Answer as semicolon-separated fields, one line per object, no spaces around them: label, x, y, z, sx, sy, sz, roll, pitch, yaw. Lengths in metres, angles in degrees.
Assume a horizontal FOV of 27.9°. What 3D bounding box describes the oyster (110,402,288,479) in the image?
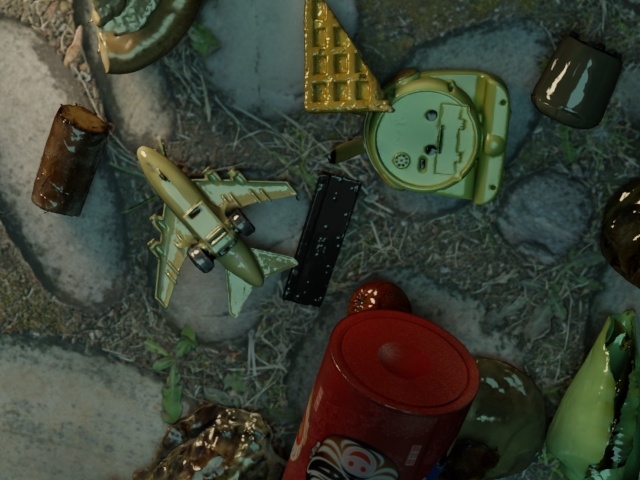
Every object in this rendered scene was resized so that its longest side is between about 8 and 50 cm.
oyster;-0.169;0.359;1.863;0.275;0.100;0.271;26;94;-1

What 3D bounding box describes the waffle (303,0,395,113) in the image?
waffle;0.036;-0.256;1.631;0.125;0.032;0.191;1;90;16

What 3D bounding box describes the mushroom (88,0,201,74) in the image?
mushroom;-0.219;-0.348;1.594;0.151;0.156;0.286;-7;122;-6

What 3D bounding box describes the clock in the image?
clock;0.127;-0.138;1.678;0.232;0.069;0.170;4;110;3

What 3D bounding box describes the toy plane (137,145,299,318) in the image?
toy plane;-0.155;-0.026;1.729;0.242;0.104;0.256;-41;109;1

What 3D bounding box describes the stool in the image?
stool;0.326;-0.201;1.631;0.096;0.096;0.110;22;103;-4

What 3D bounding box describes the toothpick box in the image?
toothpick box;0.065;0.281;1.717;0.204;0.204;0.333;17;124;-2

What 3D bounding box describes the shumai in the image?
shumai;0.219;0.268;1.792;0.201;0.120;0.201;2;111;6

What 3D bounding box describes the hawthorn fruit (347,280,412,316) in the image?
hawthorn fruit;0.084;0.099;1.766;0.093;0.093;0.093;1;110;4

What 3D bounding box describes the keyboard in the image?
keyboard;0.000;0.000;1.766;0.060;0.018;0.195;15;110;-9

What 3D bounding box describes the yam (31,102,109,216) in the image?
yam;-0.335;-0.104;1.719;0.079;0.079;0.141;22;111;-4

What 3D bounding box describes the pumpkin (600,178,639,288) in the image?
pumpkin;0.536;0.007;1.665;0.312;0.148;0.169;14;114;-5

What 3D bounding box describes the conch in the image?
conch;0.389;0.234;1.749;0.137;0.143;0.251;34;122;36
